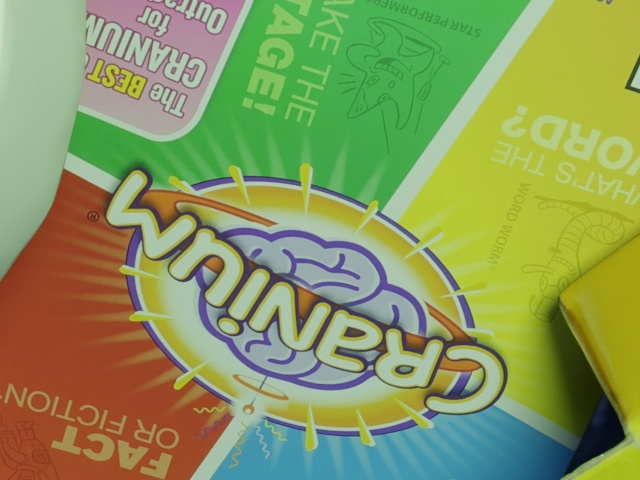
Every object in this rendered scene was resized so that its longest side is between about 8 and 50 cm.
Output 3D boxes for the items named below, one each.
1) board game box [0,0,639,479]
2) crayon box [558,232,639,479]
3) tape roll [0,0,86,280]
[{"bbox_3d":[0.000,0.000,0.637,0.242,0.064,0.316,17,117,-5],"label":"board game box"},{"bbox_3d":[0.230,0.033,0.589,0.318,0.081,0.202,-37,125,13],"label":"crayon box"},{"bbox_3d":[-0.219,-0.069,0.501,0.286,0.100,0.286,1,96,6],"label":"tape roll"}]
